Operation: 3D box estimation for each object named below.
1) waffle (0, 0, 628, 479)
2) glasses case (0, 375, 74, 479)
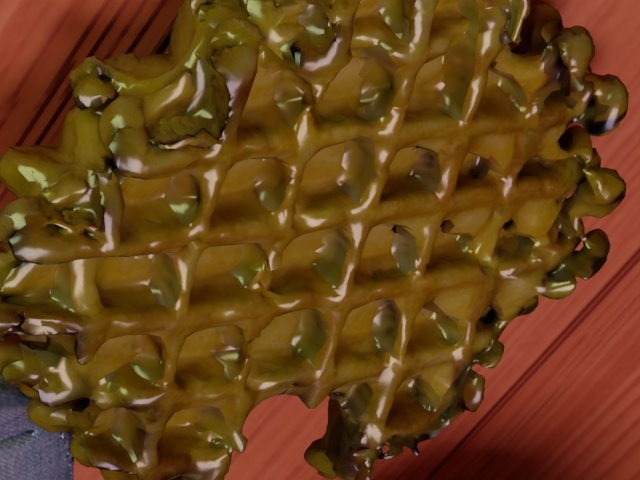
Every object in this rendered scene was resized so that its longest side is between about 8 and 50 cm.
[{"bbox_3d":[0.000,0.000,0.664,0.231,0.051,0.228,-41,134,3],"label":"waffle"},{"bbox_3d":[-0.153,0.145,0.763,0.109,0.067,0.282,-14,141,-22],"label":"glasses case"}]
